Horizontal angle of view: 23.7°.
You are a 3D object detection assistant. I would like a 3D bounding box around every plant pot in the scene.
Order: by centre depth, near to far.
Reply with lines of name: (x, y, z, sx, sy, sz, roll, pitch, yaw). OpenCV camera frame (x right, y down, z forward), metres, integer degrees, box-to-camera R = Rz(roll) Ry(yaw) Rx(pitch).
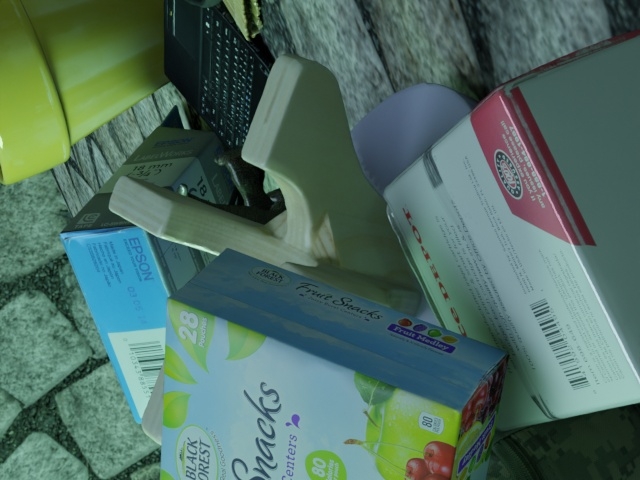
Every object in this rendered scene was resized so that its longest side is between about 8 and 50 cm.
plant pot: (-0.298, -0.222, 1.732, 0.254, 0.239, 0.254, 57, 162, 29)

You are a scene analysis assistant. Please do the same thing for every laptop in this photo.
laptop: (-0.122, -0.104, 1.498, 0.264, 0.136, 0.234, 49, 160, 16)

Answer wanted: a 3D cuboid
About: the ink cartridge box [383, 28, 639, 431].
ink cartridge box: (0.125, 0.005, 0.784, 0.159, 0.092, 0.218, 65, 163, 5)

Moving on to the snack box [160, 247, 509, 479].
snack box: (-0.001, 0.129, 0.843, 0.174, 0.070, 0.207, 21, 124, 21)

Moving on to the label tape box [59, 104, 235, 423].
label tape box: (-0.141, 0.011, 1.711, 0.334, 0.105, 0.241, -60, -43, -56)

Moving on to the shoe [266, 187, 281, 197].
shoe: (-0.042, 0.009, 1.374, 0.077, 0.058, 0.219, 63, -165, -15)

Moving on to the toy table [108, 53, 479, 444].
toy table: (-0.007, 0.016, 0.985, 0.252, 0.161, 0.274, 10, 86, 46)

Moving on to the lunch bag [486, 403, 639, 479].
lunch bag: (0.085, 0.222, 1.064, 0.213, 0.256, 0.305, 70, 165, -11)

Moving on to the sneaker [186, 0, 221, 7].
sneaker: (-0.088, -0.265, 1.143, 0.296, 0.147, 0.105, 47, 157, 54)

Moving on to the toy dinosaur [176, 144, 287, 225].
toy dinosaur: (0.000, 0.000, 1.209, 0.160, 0.121, 0.313, 63, -170, 23)

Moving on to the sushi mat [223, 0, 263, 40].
sushi mat: (-0.133, -0.343, 1.418, 0.316, 0.019, 0.151, 59, 164, 29)
